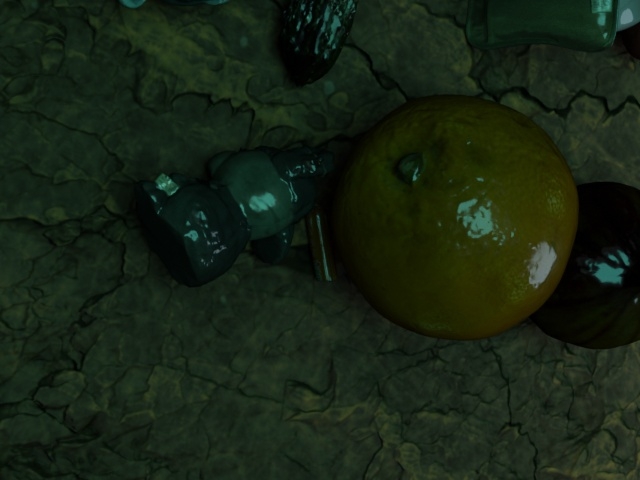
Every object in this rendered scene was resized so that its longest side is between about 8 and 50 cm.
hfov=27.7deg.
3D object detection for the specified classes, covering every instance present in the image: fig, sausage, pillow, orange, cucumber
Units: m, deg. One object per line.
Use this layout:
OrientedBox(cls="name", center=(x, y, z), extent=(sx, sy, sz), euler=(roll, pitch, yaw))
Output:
OrientedBox(cls="fig", center=(0.377, 0.033, 1.754), extent=(0.235, 0.214, 0.235), euler=(0, 86, 3))
OrientedBox(cls="sausage", center=(0.000, 0.000, 1.690), extent=(0.031, 0.031, 0.107), euler=(-13, 98, -20))
OrientedBox(cls="pillow", center=(0.291, -0.313, 1.705), extent=(0.033, 0.217, 0.130), euler=(4, 92, -56))
OrientedBox(cls="orange", center=(0.165, -0.031, 1.607), extent=(0.312, 0.312, 0.312), euler=(-1, 93, -21))
OrientedBox(cls="cucumber", center=(0.024, -0.368, 1.647), extent=(0.096, 0.096, 0.359), euler=(21, 86, -21))

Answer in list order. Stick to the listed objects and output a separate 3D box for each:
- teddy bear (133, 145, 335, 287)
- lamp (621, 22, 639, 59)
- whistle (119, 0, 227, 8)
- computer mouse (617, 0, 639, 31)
OrientedBox(cls="teddy bear", center=(-0.109, -0.034, 1.602), extent=(0.251, 0.144, 0.171), euler=(-24, 137, -34))
OrientedBox(cls="lamp", center=(0.465, -0.302, 1.823), extent=(0.101, 0.090, 0.101), euler=(-30, 130, -43))
OrientedBox(cls="whistle", center=(-0.136, -0.377, 1.553), extent=(0.290, 0.163, 0.163), euler=(-45, 107, -14))
OrientedBox(cls="computer mouse", center=(0.427, -0.397, 1.761), extent=(0.297, 0.184, 0.121), euler=(-52, 145, -10))
